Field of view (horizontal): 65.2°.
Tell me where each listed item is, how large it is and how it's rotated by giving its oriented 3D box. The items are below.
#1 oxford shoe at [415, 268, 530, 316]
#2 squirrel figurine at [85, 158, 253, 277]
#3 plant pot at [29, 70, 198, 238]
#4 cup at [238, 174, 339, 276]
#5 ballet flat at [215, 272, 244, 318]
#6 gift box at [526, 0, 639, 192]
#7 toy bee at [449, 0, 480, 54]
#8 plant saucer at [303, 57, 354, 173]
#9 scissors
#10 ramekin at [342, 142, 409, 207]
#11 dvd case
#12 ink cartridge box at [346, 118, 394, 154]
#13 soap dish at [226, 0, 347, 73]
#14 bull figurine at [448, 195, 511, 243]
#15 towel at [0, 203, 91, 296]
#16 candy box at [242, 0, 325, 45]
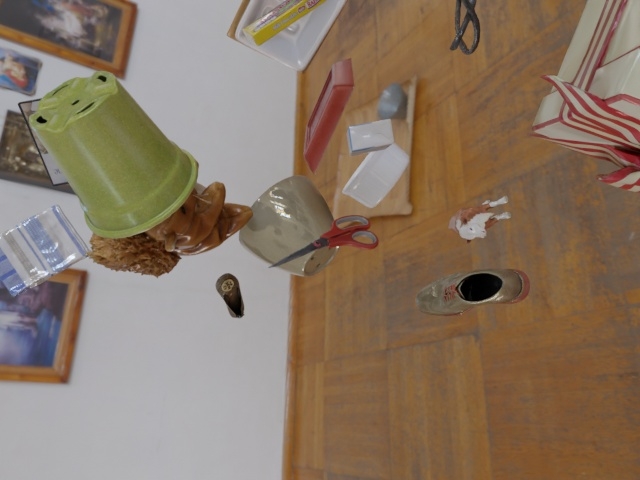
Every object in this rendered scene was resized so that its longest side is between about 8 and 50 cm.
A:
[{"bbox_3d":[0.389,0.136,1.394,0.348,0.130,0.123,-24,64,44],"label":"oxford shoe"},{"bbox_3d":[-0.423,-0.034,1.352,0.397,0.281,0.370,-44,5,5],"label":"squirrel figurine"},{"bbox_3d":[-0.434,-0.189,1.026,0.275,0.254,0.276,-11,49,12],"label":"plant pot"},{"bbox_3d":[-0.073,-0.016,1.683,0.237,0.331,0.331,45,121,24],"label":"cup"},{"bbox_3d":[-0.310,0.205,1.766,0.058,0.084,0.250,49,157,35],"label":"ballet flat"},{"bbox_3d":[0.380,-0.188,0.534,0.255,0.276,0.258,-18,-52,-81],"label":"gift box"},{"bbox_3d":[0.030,-0.259,0.277,0.195,0.162,0.299,-90,-2,-70],"label":"toy bee"},{"bbox_3d":[0.015,-0.350,1.359,0.259,0.047,0.259,-87,21,-55],"label":"plant saucer"},{"bbox_3d":[0.000,0.000,1.104,0.109,0.297,0.021,57,145,33],"label":"scissors"},{"bbox_3d":[0.216,-0.255,1.905,0.277,0.135,0.277,-53,5,6],"label":"ramekin"},{"bbox_3d":[-0.735,-0.290,1.450,0.022,0.180,0.253,-105,5,-62],"label":"dvd case"},{"bbox_3d":[0.121,-0.258,1.272,0.180,0.104,0.060,-86,-15,-85],"label":"ink cartridge box"},{"bbox_3d":[-0.069,-0.591,1.234,0.291,0.228,0.118,-52,35,33],"label":"soap dish"},{"bbox_3d":[0.516,-0.070,1.650,0.310,0.188,0.101,-85,-26,-85],"label":"bull figurine"},{"bbox_3d":[-0.950,0.032,1.671,0.209,0.285,0.034,60,164,-8],"label":"towel"},{"bbox_3d":[-0.051,-0.444,0.956,0.205,0.027,0.105,-34,32,0],"label":"candy box"}]
